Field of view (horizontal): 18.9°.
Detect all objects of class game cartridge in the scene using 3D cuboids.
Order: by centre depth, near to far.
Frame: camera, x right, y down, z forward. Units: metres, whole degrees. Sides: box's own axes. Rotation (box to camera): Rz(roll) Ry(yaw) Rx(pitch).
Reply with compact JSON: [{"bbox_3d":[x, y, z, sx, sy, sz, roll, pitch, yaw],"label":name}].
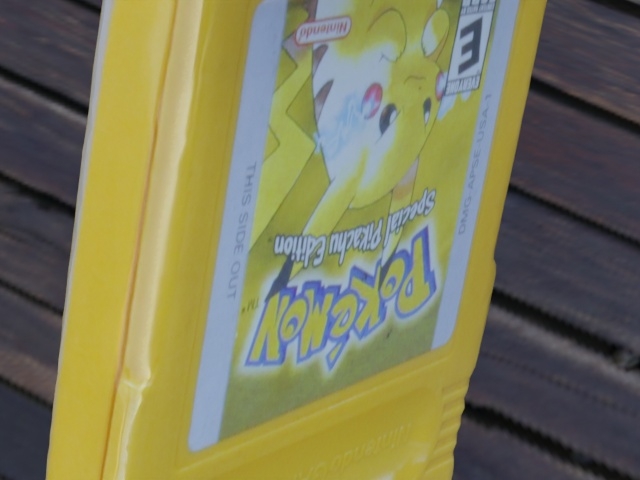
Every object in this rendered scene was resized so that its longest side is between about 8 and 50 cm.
[{"bbox_3d":[0.000,0.000,0.824,0.052,0.285,0.324,18,110,30],"label":"game cartridge"}]
